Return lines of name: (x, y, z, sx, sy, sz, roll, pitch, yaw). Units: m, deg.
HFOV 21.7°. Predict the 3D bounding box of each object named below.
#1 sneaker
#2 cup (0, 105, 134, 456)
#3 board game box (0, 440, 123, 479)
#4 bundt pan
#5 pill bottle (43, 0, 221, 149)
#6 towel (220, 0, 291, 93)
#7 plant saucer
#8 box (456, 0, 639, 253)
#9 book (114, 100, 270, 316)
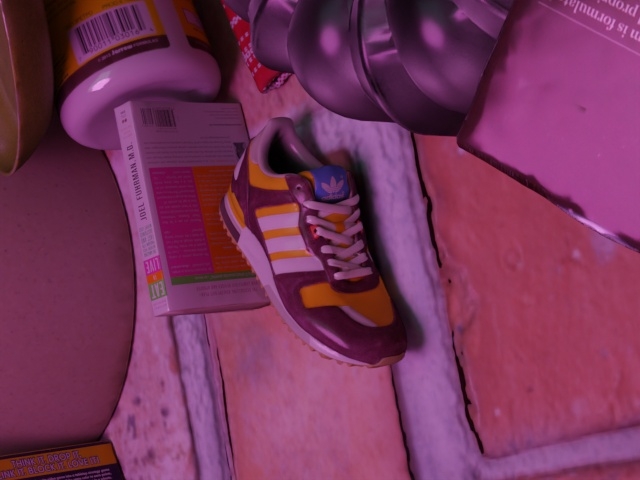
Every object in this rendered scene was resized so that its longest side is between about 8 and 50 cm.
sneaker: (0.000, 0.000, 1.062, 0.185, 0.070, 0.084, 49, 130, 32)
cup: (-0.337, 0.040, 1.299, 0.331, 0.237, 0.331, 3, 95, 46)
board game box: (-0.213, 0.228, 1.224, 0.048, 0.170, 0.141, -43, 61, 41)
bundt pan: (0.049, -0.210, 0.926, 0.331, 0.124, 0.330, 11, 106, 40)
pill bottle: (-0.157, -0.180, 1.186, 0.117, 0.117, 0.215, -40, 63, 40)
towel: (-0.035, -0.265, 1.117, 0.199, 0.031, 0.274, -41, 63, 40)
plant saucer: (-0.231, -0.165, 1.165, 0.241, 0.037, 0.240, 165, 90, -69)
box: (0.200, -0.102, 0.756, 0.168, 0.167, 0.203, 34, 117, 26)
book: (-0.083, -0.023, 1.129, 0.035, 0.096, 0.144, -21, 76, 45)
